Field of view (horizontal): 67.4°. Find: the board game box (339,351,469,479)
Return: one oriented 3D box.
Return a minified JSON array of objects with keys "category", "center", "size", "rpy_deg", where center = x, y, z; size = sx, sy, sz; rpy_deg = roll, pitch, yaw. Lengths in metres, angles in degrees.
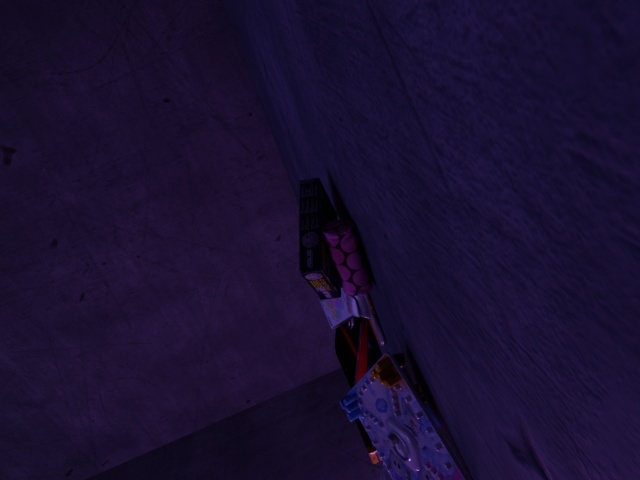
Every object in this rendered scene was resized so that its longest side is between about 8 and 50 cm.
[{"category":"board game box","center":[0.200,0.524,1.221],"size":[0.390,0.050,0.390],"rpy_deg":[59,153,23]}]

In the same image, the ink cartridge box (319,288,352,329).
[{"category":"ink cartridge box","center":[0.065,0.240,1.712],"size":[0.209,0.062,0.109],"rpy_deg":[-39,68,41]}]

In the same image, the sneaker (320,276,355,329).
[{"category":"sneaker","center":[0.054,0.221,1.849],"size":[0.107,0.124,0.284],"rpy_deg":[-118,17,-68]}]

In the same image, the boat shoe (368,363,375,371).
[{"category":"boat shoe","center":[0.249,0.619,1.828],"size":[0.117,0.123,0.325],"rpy_deg":[79,169,-48]}]

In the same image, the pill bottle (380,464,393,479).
[{"category":"pill bottle","center":[0.291,0.741,1.436],"size":[0.208,0.119,0.119],"rpy_deg":[40,-179,-10]}]

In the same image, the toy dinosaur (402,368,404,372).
[{"category":"toy dinosaur","center":[0.236,0.516,1.447],"size":[0.200,0.127,0.296],"rpy_deg":[-90,-16,-82]}]

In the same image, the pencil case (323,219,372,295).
[{"category":"pencil case","center":[0.071,0.042,1.250],"size":[0.098,0.095,0.210],"rpy_deg":[-69,-33,-54]}]

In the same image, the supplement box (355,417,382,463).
[{"category":"supplement box","center":[0.222,0.623,1.653],"size":[0.129,0.191,0.194],"rpy_deg":[72,175,-49]}]

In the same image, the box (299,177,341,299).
[{"category":"box","center":[0.000,0.000,1.308],"size":[0.216,0.060,0.270],"rpy_deg":[56,-151,-61]}]

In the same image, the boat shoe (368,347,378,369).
[{"category":"boat shoe","center":[0.212,0.564,2.117],"size":[0.302,0.103,0.113],"rpy_deg":[-166,53,-85]}]

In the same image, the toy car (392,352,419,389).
[{"category":"toy car","center":[0.211,0.353,1.261],"size":[0.041,0.060,0.122],"rpy_deg":[69,176,-62]}]

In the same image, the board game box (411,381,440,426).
[{"category":"board game box","center":[0.246,0.403,1.199],"size":[0.133,0.033,0.169],"rpy_deg":[44,161,16]}]

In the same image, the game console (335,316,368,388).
[{"category":"game console","center":[0.132,0.400,2.003],"size":[0.386,0.060,0.342],"rpy_deg":[-126,38,-71]}]

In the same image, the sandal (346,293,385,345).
[{"category":"sandal","center":[0.131,0.228,1.525],"size":[0.102,0.076,0.266],"rpy_deg":[-136,24,-80]}]
